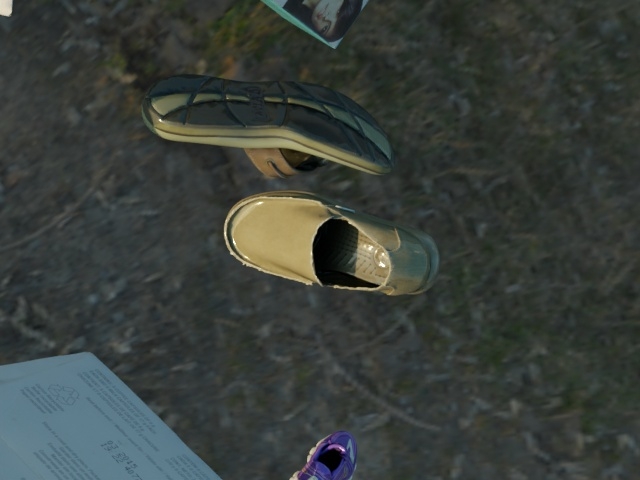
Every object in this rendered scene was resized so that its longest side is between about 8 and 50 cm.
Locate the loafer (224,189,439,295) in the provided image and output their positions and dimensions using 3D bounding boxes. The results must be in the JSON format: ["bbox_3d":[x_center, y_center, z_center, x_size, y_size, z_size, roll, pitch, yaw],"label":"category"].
[{"bbox_3d":[0.000,0.000,0.975,0.050,0.148,0.056,-1,98,-63],"label":"loafer"}]

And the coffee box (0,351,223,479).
[{"bbox_3d":[-0.303,0.354,1.537,0.337,0.334,0.338,40,27,28],"label":"coffee box"}]

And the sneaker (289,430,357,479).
[{"bbox_3d":[0.020,0.295,2.127,0.068,0.071,0.170,38,22,4],"label":"sneaker"}]

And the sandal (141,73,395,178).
[{"bbox_3d":[-0.061,-0.125,1.845,0.303,0.086,0.120,8,40,-11],"label":"sandal"}]

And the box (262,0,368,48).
[{"bbox_3d":[-0.031,-0.232,1.178,0.100,0.060,0.244,-56,153,5],"label":"box"}]

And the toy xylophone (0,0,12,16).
[{"bbox_3d":[-0.283,-0.186,0.793,0.323,0.236,0.081,7,39,5],"label":"toy xylophone"}]
